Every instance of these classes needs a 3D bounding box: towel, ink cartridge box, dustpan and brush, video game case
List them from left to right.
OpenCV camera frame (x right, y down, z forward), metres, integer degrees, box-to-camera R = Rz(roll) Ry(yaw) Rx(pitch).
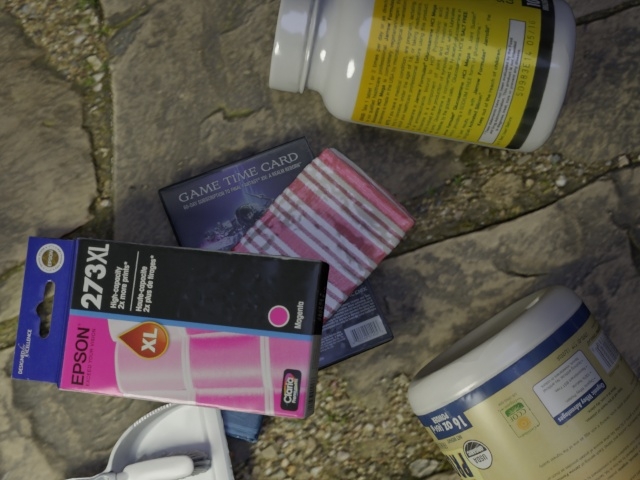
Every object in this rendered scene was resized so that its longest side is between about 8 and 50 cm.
[{"bbox_3d":[-0.213,0.270,1.125,0.211,0.060,0.147,-12,85,10],"label":"dustpan and brush"},{"bbox_3d":[-0.182,0.093,1.112,0.371,0.069,0.175,5,85,12],"label":"ink cartridge box"},{"bbox_3d":[-0.092,0.176,1.165,0.067,0.029,0.119,15,82,-2],"label":"towel"},{"bbox_3d":[-0.055,0.029,1.172,0.196,0.026,0.274,-21,77,-10],"label":"video game case"},{"bbox_3d":[0.000,0.000,1.160,0.144,0.029,0.197,42,78,6],"label":"towel"}]

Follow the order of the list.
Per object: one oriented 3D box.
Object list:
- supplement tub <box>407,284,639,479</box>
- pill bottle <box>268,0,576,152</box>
[{"bbox_3d":[0.269,0.233,1.084,0.228,0.228,0.316,-34,85,-8],"label":"supplement tub"},{"bbox_3d":[0.114,-0.221,1.156,0.334,0.188,0.187,10,82,-3],"label":"pill bottle"}]
